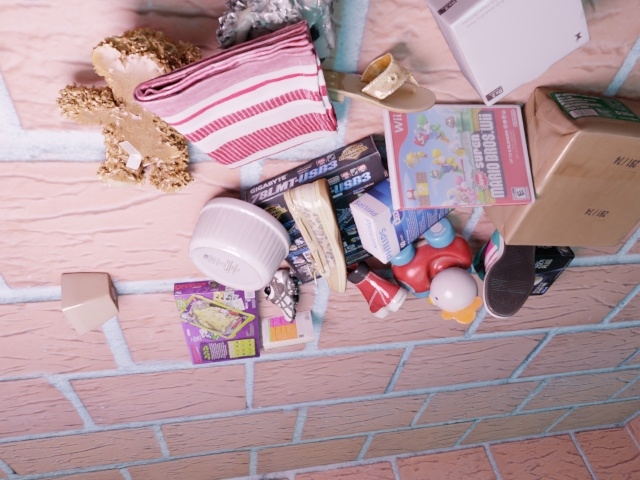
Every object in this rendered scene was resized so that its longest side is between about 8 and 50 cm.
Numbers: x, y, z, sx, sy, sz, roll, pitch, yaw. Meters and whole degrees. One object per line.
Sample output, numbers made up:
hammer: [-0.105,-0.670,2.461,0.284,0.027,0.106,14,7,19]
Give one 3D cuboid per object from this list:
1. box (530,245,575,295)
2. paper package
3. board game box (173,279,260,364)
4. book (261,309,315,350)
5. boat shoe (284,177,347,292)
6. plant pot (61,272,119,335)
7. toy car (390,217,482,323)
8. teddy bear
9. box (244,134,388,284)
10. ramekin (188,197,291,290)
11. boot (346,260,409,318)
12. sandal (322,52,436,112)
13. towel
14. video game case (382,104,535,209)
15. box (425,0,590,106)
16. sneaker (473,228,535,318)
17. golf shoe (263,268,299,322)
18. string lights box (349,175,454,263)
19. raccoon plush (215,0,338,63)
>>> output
box: [0.601,0.076,1.269,0.147,0.078,0.180,1,136,-14]
paper package: [0.560,-0.145,0.960,0.324,0.168,0.310,1,134,-14]
board game box: [-0.277,0.233,1.242,0.208,0.056,0.347,-7,137,-13]
book: [-0.093,0.253,1.271,0.144,0.096,0.035,-9,137,-3]
boat shoe: [0.000,0.000,0.929,0.089,0.105,0.285,-11,126,5]
plant pot: [-0.534,0.137,1.039,0.096,0.109,0.109,-17,139,-14]
toy car: [0.301,0.110,1.112,0.210,0.238,0.219,-26,135,14]
teddy bear: [-0.293,-0.203,0.749,0.244,0.113,0.338,-3,144,-3]
box: [0.028,-0.052,0.995,0.295,0.073,0.293,-23,134,10]
ramekin: [-0.175,0.018,0.930,0.207,0.109,0.207,15,149,10]
boot: [0.131,0.126,1.213,0.176,0.088,0.244,35,165,7]
sandal: [0.100,-0.281,0.760,0.239,0.088,0.079,3,141,-10]
towel: [-0.098,-0.194,0.695,0.236,0.037,0.329,-18,171,6]
video game case: [0.268,-0.164,0.857,0.284,0.204,0.025,-3,171,-11]
box: [0.298,-0.353,0.709,0.181,0.119,0.182,-32,134,19]
sneaker: [0.452,0.086,1.125,0.123,0.296,0.178,21,151,12]
golf shoe: [-0.103,0.144,1.182,0.093,0.077,0.198,4,132,3]
string lights box: [0.195,-0.085,0.917,0.259,0.076,0.133,-36,135,-14]
raccoon plush: [-0.043,-0.449,0.533,0.299,0.216,0.447,-12,112,17]
